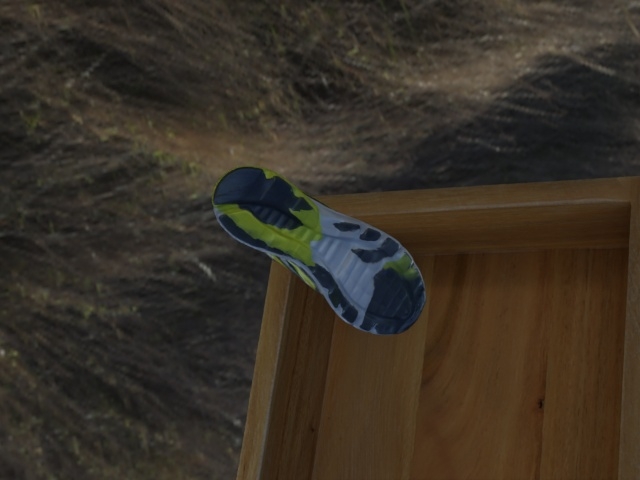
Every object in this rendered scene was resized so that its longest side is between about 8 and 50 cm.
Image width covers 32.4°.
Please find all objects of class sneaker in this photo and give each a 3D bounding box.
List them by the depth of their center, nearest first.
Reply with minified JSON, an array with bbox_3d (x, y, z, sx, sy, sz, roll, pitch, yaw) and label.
[{"bbox_3d":[0.000,0.000,0.365,0.083,0.035,0.031,38,92,-17],"label":"sneaker"}]

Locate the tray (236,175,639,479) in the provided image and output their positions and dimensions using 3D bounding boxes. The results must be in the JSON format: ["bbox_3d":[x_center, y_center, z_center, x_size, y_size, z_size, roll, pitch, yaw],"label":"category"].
[{"bbox_3d":[0.055,0.176,0.515,0.203,0.411,0.076,-2,158,27],"label":"tray"}]
